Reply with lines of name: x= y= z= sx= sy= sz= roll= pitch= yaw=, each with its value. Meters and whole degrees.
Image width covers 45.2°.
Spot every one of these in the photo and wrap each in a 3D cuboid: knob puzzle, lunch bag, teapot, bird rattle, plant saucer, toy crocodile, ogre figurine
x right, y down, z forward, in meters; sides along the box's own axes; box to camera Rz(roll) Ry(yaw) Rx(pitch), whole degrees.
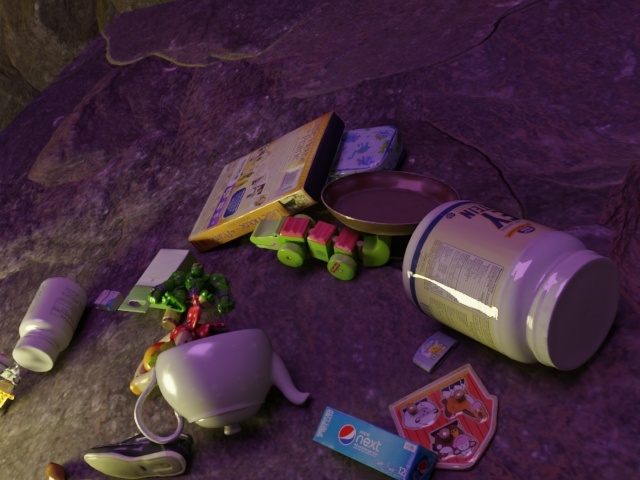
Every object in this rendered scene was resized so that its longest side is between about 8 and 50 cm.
knob puzzle: x=0.220 y=0.314 z=1.335 sx=0.213 sy=0.030 sz=0.213 roll=-18 pitch=39 yaw=15
lunch bag: x=0.095 y=-0.204 z=1.968 sx=0.218 sy=0.090 sz=0.176 roll=-2 pitch=44 yaw=32
teapot: x=-0.201 y=0.291 z=1.520 sx=0.256 sy=0.252 sz=0.187 roll=-24 pitch=75 yaw=42
bird rattle: x=-0.339 y=0.245 z=1.725 sx=0.207 sy=0.143 sz=0.254 roll=-31 pitch=30 yaw=28
plant saucer: x=0.156 y=-0.082 z=1.733 sx=0.310 sy=0.050 sz=0.311 roll=-1 pitch=25 yaw=0
toy crocodile: x=0.000 y=0.000 z=1.752 sx=0.340 sy=0.105 sz=0.115 roll=12 pitch=52 yaw=22
ogre figurine: x=-0.306 y=0.119 z=1.861 sx=0.197 sy=0.097 sz=0.118 roll=-12 pitch=33 yaw=13

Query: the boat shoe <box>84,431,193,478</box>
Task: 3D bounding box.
boat shoe: x=-0.368 y=0.431 z=1.561 sx=0.233 sy=0.084 sz=0.079 roll=-8 pitch=39 yaw=18

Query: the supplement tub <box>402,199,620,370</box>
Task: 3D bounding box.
supplement tub: x=0.331 y=0.075 z=1.366 sx=0.235 sy=0.235 sz=0.324 roll=-44 pitch=39 yaw=-18

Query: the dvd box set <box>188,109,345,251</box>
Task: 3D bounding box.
dvd box set: x=-0.141 y=-0.151 z=2.005 sx=0.420 sy=0.062 sz=0.308 roll=-22 pitch=36 yaw=37

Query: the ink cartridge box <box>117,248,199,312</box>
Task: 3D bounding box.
ink cartridge box: x=-0.409 y=0.117 z=1.963 sx=0.108 sy=0.062 sz=0.209 roll=2 pitch=48 yaw=36

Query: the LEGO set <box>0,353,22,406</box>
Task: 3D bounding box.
LEGO set: x=-0.849 y=0.375 z=1.926 sx=0.287 sy=0.132 sz=0.107 roll=-26 pitch=28 yaw=16

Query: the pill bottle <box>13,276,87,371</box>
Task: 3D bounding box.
pill bottle: x=-0.699 y=0.218 z=1.989 sx=0.131 sy=0.131 sz=0.229 roll=-14 pitch=40 yaw=21

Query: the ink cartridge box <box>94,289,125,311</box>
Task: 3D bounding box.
ink cartridge box: x=-0.567 y=0.159 z=2.050 sx=0.083 sy=0.028 sz=0.048 roll=3 pitch=48 yaw=37

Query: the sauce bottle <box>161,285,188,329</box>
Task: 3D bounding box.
sauce bottle: x=-0.354 y=0.161 z=1.892 sx=0.042 sy=0.042 sz=0.128 roll=-11 pitch=43 yaw=24

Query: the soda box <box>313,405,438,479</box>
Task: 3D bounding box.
soda box: x=0.092 y=0.356 z=1.328 sx=0.210 sy=0.071 sz=0.067 roll=13 pitch=73 yaw=43

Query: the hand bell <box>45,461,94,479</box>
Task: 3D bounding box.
hand bell: x=-0.529 y=0.508 z=1.582 sx=0.126 sy=0.126 sz=0.242 roll=-46 pitch=28 yaw=-19

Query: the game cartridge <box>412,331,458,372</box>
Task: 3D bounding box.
game cartridge: x=0.217 y=0.211 z=1.469 sx=0.083 sy=0.017 sz=0.056 roll=-44 pitch=35 yaw=-17
